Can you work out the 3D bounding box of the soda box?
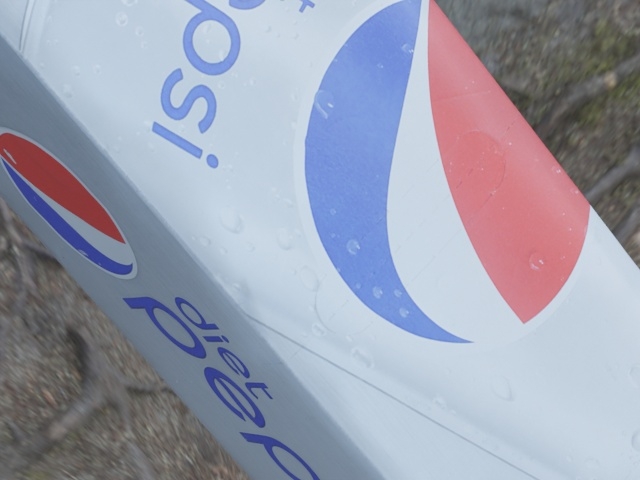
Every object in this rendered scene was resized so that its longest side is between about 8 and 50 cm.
[{"bbox_3d":[0.000,0.000,0.409,0.091,0.098,0.286,-46,106,-21],"label":"soda box"}]
